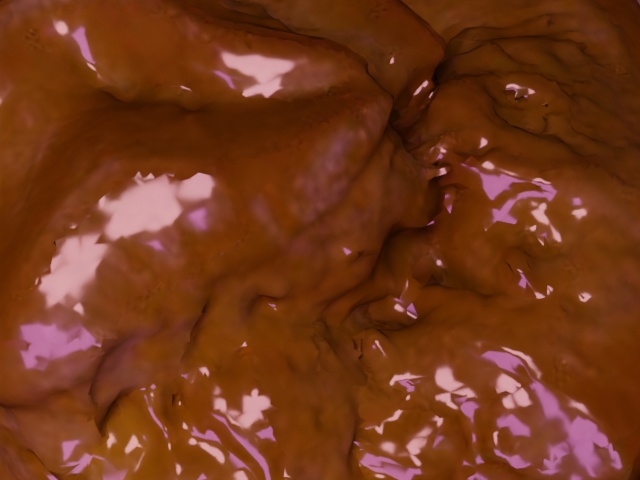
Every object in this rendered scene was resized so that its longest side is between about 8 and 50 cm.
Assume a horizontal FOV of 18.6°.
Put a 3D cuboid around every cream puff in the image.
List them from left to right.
[{"bbox_3d":[-0.005,-0.007,0.676,0.270,0.323,0.274,-37,132,11],"label":"cream puff"}]
